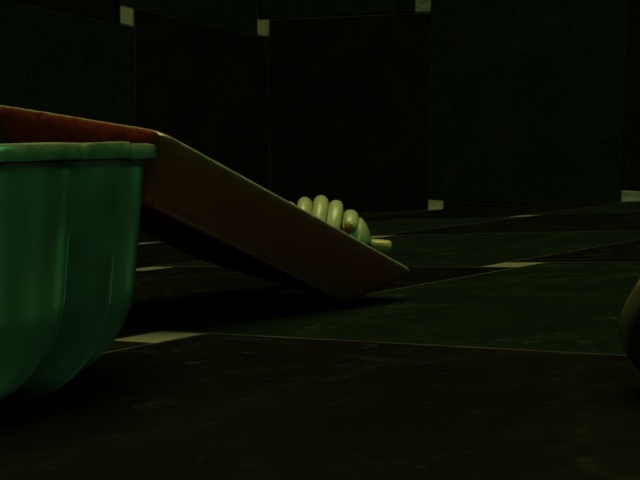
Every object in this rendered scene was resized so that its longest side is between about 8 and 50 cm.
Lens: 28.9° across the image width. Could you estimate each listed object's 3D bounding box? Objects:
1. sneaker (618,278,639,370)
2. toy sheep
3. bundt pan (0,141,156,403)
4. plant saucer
[{"bbox_3d":[0.210,0.029,0.444,0.083,0.118,0.222,14,-38,-40],"label":"sneaker"},{"bbox_3d":[0.000,0.000,1.143,0.132,0.091,0.091,11,3,-1],"label":"toy sheep"},{"bbox_3d":[-0.242,0.022,0.617,0.331,0.124,0.331,-4,2,0],"label":"bundt pan"},{"bbox_3d":[-0.102,-0.023,0.974,0.259,0.047,0.258,29,-10,-39],"label":"plant saucer"}]
